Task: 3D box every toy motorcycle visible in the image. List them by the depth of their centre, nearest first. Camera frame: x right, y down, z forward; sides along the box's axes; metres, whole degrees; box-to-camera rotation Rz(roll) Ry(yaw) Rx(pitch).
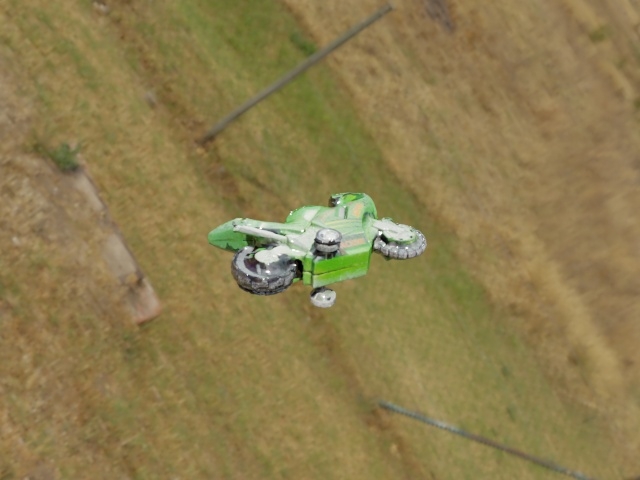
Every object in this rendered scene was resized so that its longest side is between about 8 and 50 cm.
[{"bbox_3d":[0.000,0.000,0.937,0.190,0.074,0.106,-11,36,-23],"label":"toy motorcycle"}]
